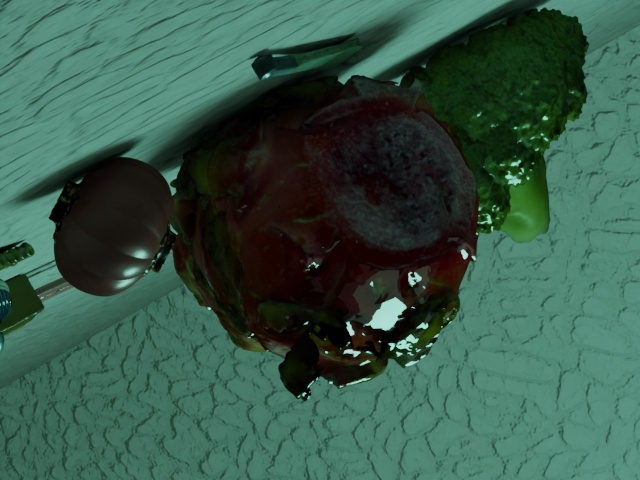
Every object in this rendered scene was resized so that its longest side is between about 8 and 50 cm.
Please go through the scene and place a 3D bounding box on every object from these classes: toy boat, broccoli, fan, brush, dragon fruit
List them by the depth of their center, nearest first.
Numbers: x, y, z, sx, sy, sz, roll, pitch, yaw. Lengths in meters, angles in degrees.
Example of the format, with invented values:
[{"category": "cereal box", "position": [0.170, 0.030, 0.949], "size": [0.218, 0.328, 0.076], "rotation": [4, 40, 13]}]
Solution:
[{"category": "fan", "position": [-0.010, -0.134, 1.400], "size": [0.038, 0.016, 0.193], "rotation": [-32, 178, 19]}, {"category": "dragon fruit", "position": [0.000, 0.000, 1.632], "size": [0.250, 0.269, 0.291], "rotation": [-16, 168, -32]}, {"category": "toy boat", "position": [-0.306, 0.036, 1.658], "size": [0.115, 0.016, 0.063], "rotation": [-29, 178, 24]}, {"category": "broccoli", "position": [0.171, -0.129, 1.971], "size": [0.302, 0.186, 0.254], "rotation": [-20, 131, -77]}, {"category": "brush", "position": [-0.298, 0.058, 1.972], "size": [0.233, 0.047, 0.103], "rotation": [-29, 179, -34]}]

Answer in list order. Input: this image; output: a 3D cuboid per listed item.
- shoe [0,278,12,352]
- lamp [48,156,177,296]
[{"category": "shoe", "position": [-0.322, 0.079, 1.779], "size": [0.064, 0.071, 0.143], "rotation": [-28, -177, 16]}, {"category": "lamp", "position": [-0.155, -0.010, 1.432], "size": [0.107, 0.092, 0.107], "rotation": [-58, -170, 17]}]
